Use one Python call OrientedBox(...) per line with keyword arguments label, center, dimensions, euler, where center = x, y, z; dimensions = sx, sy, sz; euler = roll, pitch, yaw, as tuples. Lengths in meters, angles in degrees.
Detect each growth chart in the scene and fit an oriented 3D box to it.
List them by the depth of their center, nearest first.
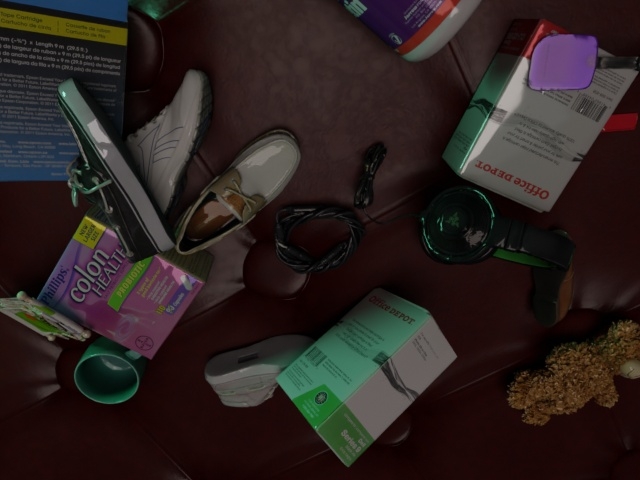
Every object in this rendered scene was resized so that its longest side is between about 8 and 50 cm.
OrientedBox(label="growth chart", center=(-0.537, 0.154, 0.984), dimensions=(0.237, 0.021, 0.172), euler=(-12, 136, 44))

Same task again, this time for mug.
OrientedBox(label="mug", center=(-0.425, 0.262, 1.079), dimensions=(0.157, 0.097, 0.130), euler=(-9, 114, 0))

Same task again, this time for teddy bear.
OrientedBox(label="teddy bear", center=(0.585, 0.312, 1.146), dimensions=(0.337, 0.113, 0.245), euler=(-21, 116, 7))

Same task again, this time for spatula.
OrientedBox(label="spatula", center=(0.478, -0.278, 0.794), dimensions=(0.296, 0.030, 0.084), euler=(-2, 110, -4))

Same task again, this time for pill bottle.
OrientedBox(label="pill bottle", center=(0.081, -0.429, 0.747), dimensions=(0.322, 0.181, 0.181), euler=(35, 108, -16))

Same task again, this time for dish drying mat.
OrientedBox(label="dish drying mat", center=(0.554, -0.221, 0.958), dimensions=(0.083, 0.008, 0.032), euler=(-4, 114, -1))

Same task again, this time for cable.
OrientedBox(label="cable", center=(0.000, 0.000, 1.010), dimensions=(0.184, 0.047, 0.151), euler=(-2, 114, -3))

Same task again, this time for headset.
OrientedBox(label="headset", center=(0.254, -0.047, 0.920), dimensions=(0.393, 0.243, 0.185), euler=(15, 88, 9))

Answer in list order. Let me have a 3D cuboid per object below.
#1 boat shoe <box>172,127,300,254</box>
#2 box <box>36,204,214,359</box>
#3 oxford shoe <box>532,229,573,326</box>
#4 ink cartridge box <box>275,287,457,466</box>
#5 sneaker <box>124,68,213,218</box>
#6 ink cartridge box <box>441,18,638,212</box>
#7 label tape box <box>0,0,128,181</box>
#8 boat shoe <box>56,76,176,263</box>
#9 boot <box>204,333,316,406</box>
OrientedBox(label="boat shoe", center=(-0.152, -0.077, 0.936), dimensions=(0.302, 0.103, 0.113), euler=(-43, 109, 15))
OrientedBox(label="box", center=(-0.370, 0.072, 0.986), dimensions=(0.243, 0.117, 0.214), euler=(33, 109, -16))
OrientedBox(label="oxford shoe", center=(0.497, 0.073, 1.067), dimensions=(0.076, 0.076, 0.212), euler=(-15, 116, -29))
OrientedBox(label="ink cartridge box", center=(0.085, 0.247, 0.985), dimensions=(0.289, 0.211, 0.122), euler=(-40, 113, -12))
OrientedBox(label="sneaker", center=(-0.280, -0.165, 0.892), dimensions=(0.129, 0.111, 0.297), euler=(26, 110, -9))
OrientedBox(label="ink cartridge box", center=(0.371, -0.214, 0.894), dimensions=(0.196, 0.114, 0.273), euler=(21, 110, -12))
OrientedBox(label="label tape box", center=(-0.436, -0.262, 0.783), dimensions=(0.240, 0.106, 0.334), euler=(-5, 120, -37))
OrientedBox(label="boat shoe", center=(-0.344, -0.097, 0.808), dimensions=(0.104, 0.113, 0.306), euler=(-26, 127, -8))
OrientedBox(label="boot", center=(-0.116, 0.293, 1.124), dimensions=(0.258, 0.095, 0.123), euler=(-13, 125, 8))
